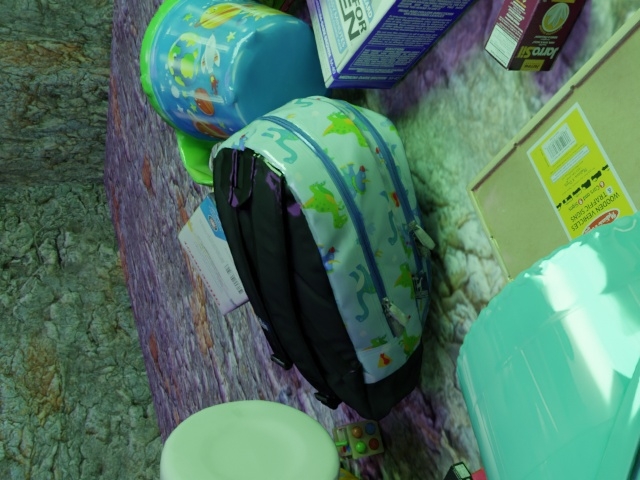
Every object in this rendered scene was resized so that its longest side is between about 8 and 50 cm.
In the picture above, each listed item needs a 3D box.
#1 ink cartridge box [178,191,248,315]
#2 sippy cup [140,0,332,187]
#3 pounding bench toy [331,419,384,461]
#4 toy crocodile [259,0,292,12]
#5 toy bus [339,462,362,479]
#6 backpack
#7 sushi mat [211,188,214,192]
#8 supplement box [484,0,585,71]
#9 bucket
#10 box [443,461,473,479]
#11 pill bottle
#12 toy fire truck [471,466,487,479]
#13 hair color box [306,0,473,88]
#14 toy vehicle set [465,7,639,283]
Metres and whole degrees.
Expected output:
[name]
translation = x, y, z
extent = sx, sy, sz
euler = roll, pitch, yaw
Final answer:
[ink cartridge box]
translation = -0.110, -0.001, 1.120
extent = 0.171, 0.168, 0.232
euler = 61, 152, 2
[sippy cup]
translation = -0.105, -0.237, 0.937
extent = 0.224, 0.240, 0.306
euler = 27, 139, 49
[pounding bench toy]
translation = 0.045, 0.308, 1.012
extent = 0.065, 0.083, 0.052
euler = 137, 122, -60
[toy crocodile]
translation = -0.050, -0.431, 1.022
extent = 0.340, 0.105, 0.115
euler = -42, 19, 59
[toy bus]
translation = 0.030, 0.437, 1.019
extent = 0.332, 0.130, 0.108
euler = -2, 94, 64
[backpack]
translation = 0.000, 0.000, 0.838
extent = 0.290, 0.273, 0.356
euler = 29, 156, 54
[sushi mat]
translation = -0.166, -0.200, 1.261
extent = 0.151, 0.019, 0.317
euler = 136, 148, -58
[supplement box]
translation = 0.196, -0.202, 0.605
extent = 0.043, 0.054, 0.083
euler = 61, 148, 38
[bucket]
translation = 0.222, 0.119, 0.382
extent = 0.281, 0.281, 0.183
euler = 110, 155, -43
[box]
translation = 0.179, 0.326, 0.809
extent = 0.083, 0.018, 0.067
euler = 57, 144, 43
[pill bottle]
translation = -0.100, 0.436, 0.881
extent = 0.224, 0.224, 0.393
euler = 41, 131, 55
[toy fire truck]
translation = 0.216, 0.188, 0.608
extent = 0.192, 0.135, 0.047
euler = -37, 54, 16
[hair color box]
translation = 0.095, -0.330, 0.729
extent = 0.339, 0.110, 0.185
euler = -38, 61, 59
[toy vehicle set]
translation = 0.237, -0.048, 0.577
extent = 0.267, 0.035, 0.166
euler = -53, 49, 55
